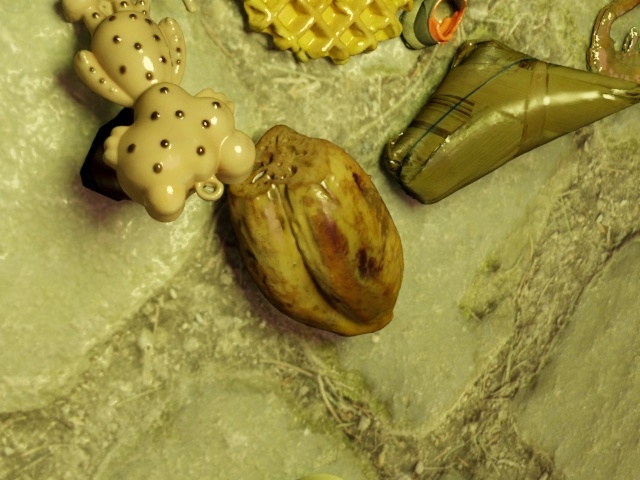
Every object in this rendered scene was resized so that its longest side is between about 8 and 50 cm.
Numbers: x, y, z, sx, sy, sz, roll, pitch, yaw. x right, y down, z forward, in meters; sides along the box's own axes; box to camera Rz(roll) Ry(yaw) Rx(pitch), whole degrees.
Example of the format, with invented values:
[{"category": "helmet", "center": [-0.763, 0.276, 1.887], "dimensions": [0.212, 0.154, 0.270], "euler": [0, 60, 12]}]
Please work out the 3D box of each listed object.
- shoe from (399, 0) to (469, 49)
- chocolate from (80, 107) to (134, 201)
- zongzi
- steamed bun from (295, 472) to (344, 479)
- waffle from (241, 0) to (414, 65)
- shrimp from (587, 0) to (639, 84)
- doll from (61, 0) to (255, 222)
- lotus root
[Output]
[{"category": "shoe", "center": [0.180, -0.343, 1.377], "dimensions": [0.074, 0.077, 0.194], "euler": [30, 85, -36]}, {"category": "chocolate", "center": [-0.191, -0.090, 1.184], "dimensions": [0.149, 0.080, 0.125], "euler": [-45, 123, -19]}, {"category": "zongzi", "center": [0.256, -0.135, 1.357], "dimensions": [0.260, 0.289, 0.123], "euler": [-52, 138, -14]}, {"category": "steamed bun", "center": [-0.038, 0.442, 1.384], "dimensions": [0.250, 0.154, 0.200], "euler": [-25, 116, -31]}, {"category": "waffle", "center": [0.010, -0.357, 1.265], "dimensions": [0.309, 0.065, 0.283], "euler": [-8, 107, -35]}, {"category": "shrimp", "center": [0.508, -0.332, 1.631], "dimensions": [0.173, 0.058, 0.253], "euler": [38, 81, -27]}, {"category": "doll", "center": [-0.176, -0.160, 1.097], "dimensions": [0.154, 0.119, 0.278], "euler": [-18, 77, -15]}, {"category": "lotus root", "center": [-0.004, 0.007, 1.284], "dimensions": [0.193, 0.193, 0.291], "euler": [-44, 126, -18]}]
